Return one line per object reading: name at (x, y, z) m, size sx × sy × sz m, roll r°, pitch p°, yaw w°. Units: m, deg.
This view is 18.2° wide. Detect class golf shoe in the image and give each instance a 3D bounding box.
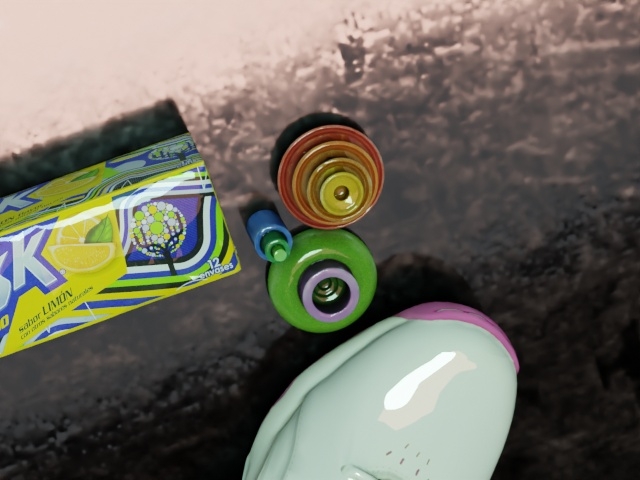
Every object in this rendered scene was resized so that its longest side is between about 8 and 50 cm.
golf shoe at (-0.005, 0.168, 0.899) m, size 0.115 × 0.140 × 0.306 m, roll 34°, pitch 98°, yaw -18°

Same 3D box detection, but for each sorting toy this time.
sorting toy at (0.000, 0.000, 0.894) m, size 0.061 × 0.042 × 0.102 m, roll -2°, pitch 109°, yaw -10°

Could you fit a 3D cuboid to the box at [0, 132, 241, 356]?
box at (-0.124, 0.010, 0.864) m, size 0.169 × 0.059 × 0.054 m, roll -20°, pitch 109°, yaw -4°
